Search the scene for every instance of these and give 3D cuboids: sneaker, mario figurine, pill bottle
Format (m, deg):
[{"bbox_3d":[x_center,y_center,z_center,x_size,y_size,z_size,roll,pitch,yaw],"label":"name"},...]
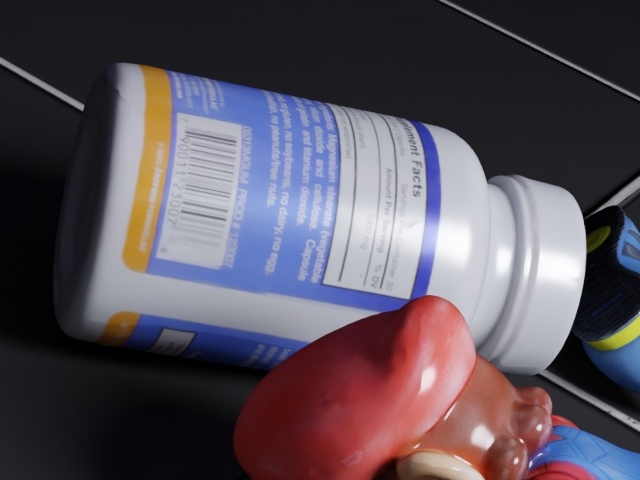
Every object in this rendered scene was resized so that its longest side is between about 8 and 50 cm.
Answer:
[{"bbox_3d":[0.196,0.045,1.091,0.082,0.069,0.209,48,13,-16],"label":"sneaker"},{"bbox_3d":[0.107,0.150,0.798,0.320,0.198,0.170,21,69,3],"label":"mario figurine"},{"bbox_3d":[0.000,0.000,0.938,0.272,0.152,0.152,10,29,-17],"label":"pill bottle"}]
